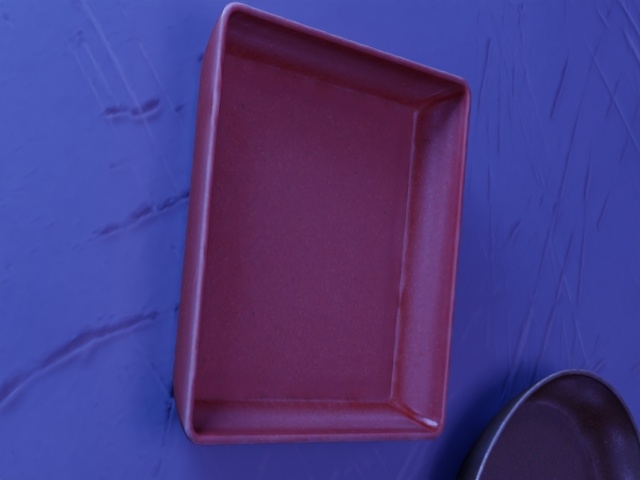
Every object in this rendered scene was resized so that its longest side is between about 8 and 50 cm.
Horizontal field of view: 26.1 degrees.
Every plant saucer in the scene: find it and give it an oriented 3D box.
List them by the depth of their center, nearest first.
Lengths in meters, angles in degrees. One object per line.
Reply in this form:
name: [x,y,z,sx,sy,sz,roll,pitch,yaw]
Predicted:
plant saucer: [0.000,0.000,0.900,0.259,0.048,0.258,9,85,-49]
plant saucer: [0.180,0.258,1.124,0.311,0.050,0.310,-5,96,-50]
